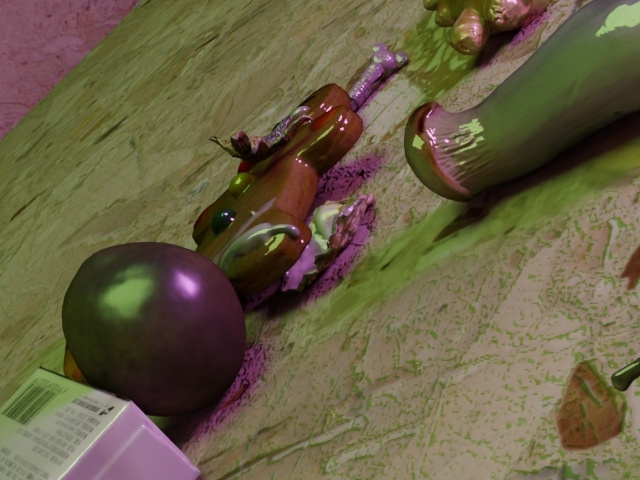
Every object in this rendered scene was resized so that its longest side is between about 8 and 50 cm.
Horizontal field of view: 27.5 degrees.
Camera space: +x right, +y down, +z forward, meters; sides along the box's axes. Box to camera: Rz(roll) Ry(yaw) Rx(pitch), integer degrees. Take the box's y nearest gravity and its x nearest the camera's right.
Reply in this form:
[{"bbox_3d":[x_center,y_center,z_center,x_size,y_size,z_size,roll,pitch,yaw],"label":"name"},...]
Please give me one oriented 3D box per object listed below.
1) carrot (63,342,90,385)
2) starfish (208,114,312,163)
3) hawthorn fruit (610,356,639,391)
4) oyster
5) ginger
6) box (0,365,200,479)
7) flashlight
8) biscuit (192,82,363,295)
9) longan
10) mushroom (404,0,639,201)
[{"bbox_3d":[-0.273,0.110,1.557,0.070,0.070,0.260,-39,21,1],"label":"carrot"},{"bbox_3d":[-0.075,-0.107,1.461,0.130,0.041,0.133,-7,9,45],"label":"starfish"},{"bbox_3d":[0.292,-0.041,0.710,0.235,0.231,0.263,-36,26,-20],"label":"hawthorn fruit"},{"bbox_3d":[0.000,0.000,1.352,0.122,0.045,0.146,-34,21,14],"label":"oyster"},{"bbox_3d":[0.189,-0.298,1.603,0.118,0.065,0.299,-32,20,8],"label":"ginger"},{"bbox_3d":[-0.257,0.234,1.225,0.194,0.111,0.260,-48,25,-18],"label":"box"},{"bbox_3d":[0.064,-0.204,1.667,0.052,0.031,0.110,27,69,27],"label":"flashlight"},{"bbox_3d":[-0.071,-0.061,1.505,0.283,0.064,0.432,-35,20,37],"label":"biscuit"},{"bbox_3d":[-0.161,0.083,1.266,0.187,0.167,0.167,24,59,26],"label":"longan"},{"bbox_3d":[0.232,-0.138,1.187,0.329,0.122,0.159,-29,-12,23],"label":"mushroom"}]
